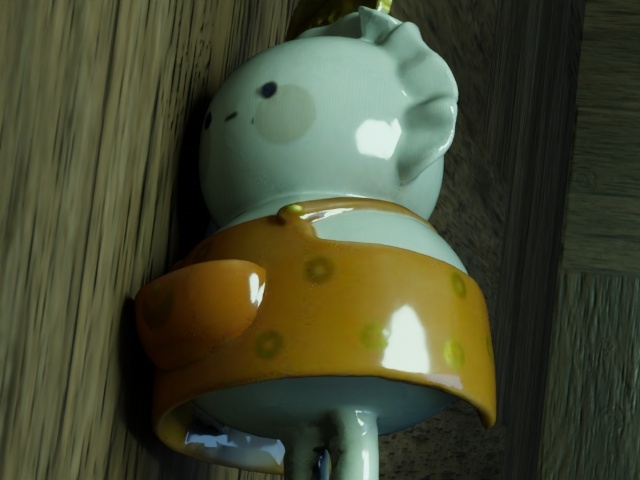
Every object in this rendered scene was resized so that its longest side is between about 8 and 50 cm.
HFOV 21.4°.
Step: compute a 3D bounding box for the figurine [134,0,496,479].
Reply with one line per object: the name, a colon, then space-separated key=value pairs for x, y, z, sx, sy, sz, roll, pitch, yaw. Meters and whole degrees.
figurine: x=0.007 y=0.006 z=0.676 sx=0.143 sy=0.143 sz=0.271 roll=78 pitch=23 yaw=-53
